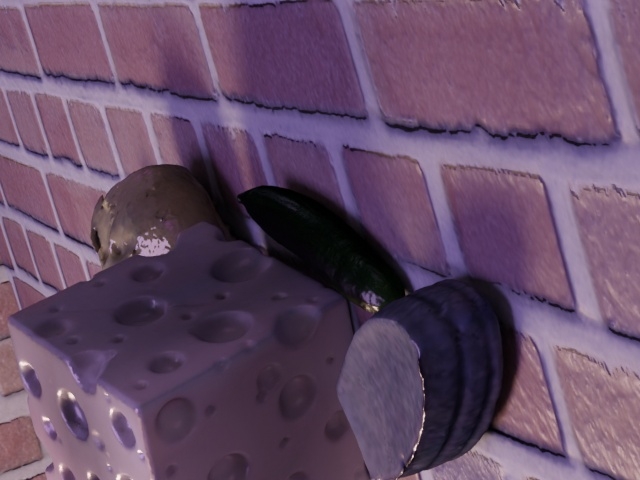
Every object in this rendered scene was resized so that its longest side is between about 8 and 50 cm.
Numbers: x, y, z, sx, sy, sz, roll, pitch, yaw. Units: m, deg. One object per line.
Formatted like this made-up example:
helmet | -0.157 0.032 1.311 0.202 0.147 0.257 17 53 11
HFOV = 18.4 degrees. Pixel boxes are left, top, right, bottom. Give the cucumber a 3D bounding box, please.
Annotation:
cucumber | 0.000 0.000 1.744 0.284 0.056 0.056 37 143 56

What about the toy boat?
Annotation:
toy boat | 0.081 0.109 1.570 0.283 0.078 0.127 114 137 -67

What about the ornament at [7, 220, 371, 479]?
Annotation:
ornament | -0.119 0.162 1.887 0.239 0.240 0.240 28 136 46

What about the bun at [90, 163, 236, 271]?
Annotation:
bun | -0.164 0.032 2.116 0.239 0.141 0.239 54 158 34
